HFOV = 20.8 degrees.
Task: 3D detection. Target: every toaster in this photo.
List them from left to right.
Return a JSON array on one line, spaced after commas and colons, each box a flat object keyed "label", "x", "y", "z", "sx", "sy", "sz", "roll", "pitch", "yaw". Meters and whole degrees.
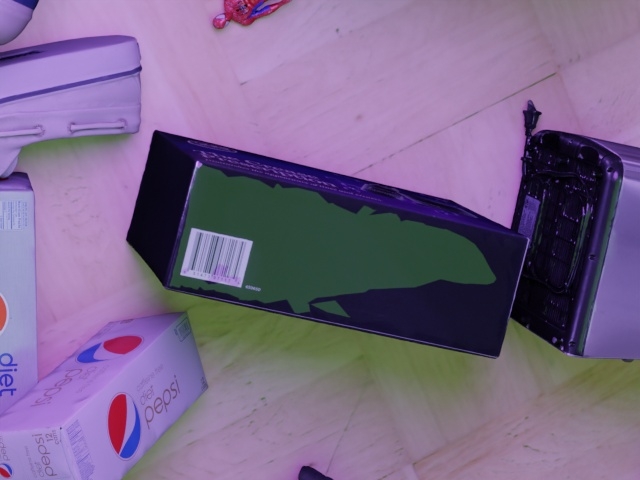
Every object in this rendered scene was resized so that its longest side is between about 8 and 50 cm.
[{"label": "toaster", "x": 0.226, "y": -0.005, "z": 1.407, "sx": 0.110, "sy": 0.168, "sz": 0.185, "roll": 8, "pitch": 99, "yaw": -19}]

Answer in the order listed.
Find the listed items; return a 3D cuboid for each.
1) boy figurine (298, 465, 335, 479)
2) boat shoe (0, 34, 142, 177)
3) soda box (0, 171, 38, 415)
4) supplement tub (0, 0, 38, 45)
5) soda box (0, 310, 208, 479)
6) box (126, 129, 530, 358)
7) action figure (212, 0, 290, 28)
[{"label": "boy figurine", "x": -0.075, "y": 0.310, "z": 1.407, "sx": 0.285, "sy": 0.092, "sz": 0.177, "roll": -44, "pitch": 108, "yaw": -15}, {"label": "boat shoe", "x": -0.250, "y": -0.087, "z": 1.279, "sx": 0.268, "sy": 0.096, "sz": 0.088, "roll": -18, "pitch": 109, "yaw": -36}, {"label": "soda box", "x": -0.261, "y": 0.094, "z": 1.326, "sx": 0.091, "sy": 0.098, "sz": 0.286, "roll": -2, "pitch": 100, "yaw": -13}, {"label": "supplement tub", "x": -0.248, "y": -0.320, "z": 1.180, "sx": 0.235, "sy": 0.235, "sz": 0.324, "roll": 24, "pitch": 93, "yaw": -18}, {"label": "soda box", "x": -0.163, "y": 0.125, "z": 1.298, "sx": 0.074, "sy": 0.216, "sz": 0.069, "roll": -8, "pitch": 106, "yaw": 23}, {"label": "box", "x": 0.000, "y": 0.000, "z": 1.335, "sx": 0.261, "sy": 0.184, "sz": 0.103, "roll": 13, "pitch": 94, "yaw": -17}, {"label": "action figure", "x": -0.037, "y": -0.202, "z": 1.370, "sx": 0.115, "sy": 0.030, "sz": 0.038, "roll": -37, "pitch": 112, "yaw": -4}]
